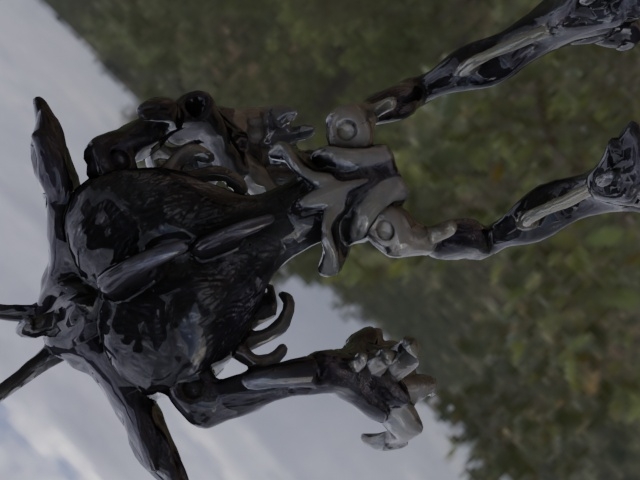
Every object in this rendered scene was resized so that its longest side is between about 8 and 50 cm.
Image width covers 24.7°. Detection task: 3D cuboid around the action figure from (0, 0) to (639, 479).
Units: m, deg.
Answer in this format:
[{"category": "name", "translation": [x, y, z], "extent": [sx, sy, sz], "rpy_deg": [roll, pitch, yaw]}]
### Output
[{"category": "action figure", "translation": [0.000, 0.000, 0.543], "extent": [0.141, 0.275, 0.164], "rpy_deg": [52, -163, -73]}]
